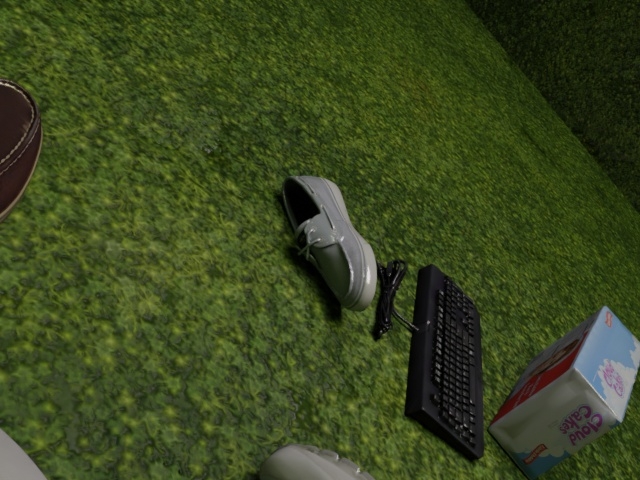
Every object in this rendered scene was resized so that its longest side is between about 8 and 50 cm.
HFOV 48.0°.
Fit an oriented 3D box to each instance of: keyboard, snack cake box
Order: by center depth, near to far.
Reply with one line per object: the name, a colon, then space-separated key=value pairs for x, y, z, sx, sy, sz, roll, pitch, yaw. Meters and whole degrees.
keyboard: x=0.150 y=0.128 z=0.976 sx=0.202 sy=0.033 sz=0.317 roll=37 pitch=30 yaw=-12
snack cake box: x=0.349 y=0.202 z=1.001 sx=0.089 sy=0.152 sz=0.264 roll=50 pitch=31 yaw=10

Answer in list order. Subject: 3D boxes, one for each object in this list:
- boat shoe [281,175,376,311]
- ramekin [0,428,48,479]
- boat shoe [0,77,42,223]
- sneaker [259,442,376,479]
boat shoe: x=0.000 y=-0.001 z=0.921 sx=0.081 sy=0.079 sz=0.227 roll=10 pitch=38 yaw=-31
ramekin: x=-0.187 y=0.191 z=0.326 sx=0.109 sy=0.207 sz=0.207 roll=-22 pitch=70 yaw=-48
boat shoe: x=-0.309 y=-0.065 z=0.567 sx=0.123 sy=0.123 sz=0.342 roll=38 pitch=31 yaw=-10
sneaker: x=0.027 y=0.285 z=0.553 sx=0.129 sy=0.111 sz=0.297 roll=-24 pitch=51 yaw=-23
